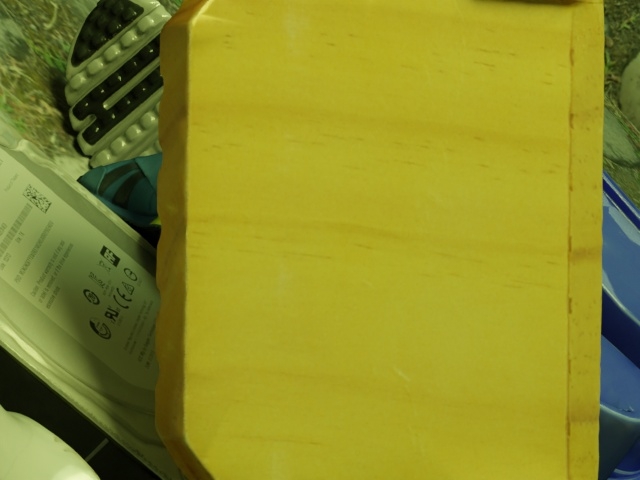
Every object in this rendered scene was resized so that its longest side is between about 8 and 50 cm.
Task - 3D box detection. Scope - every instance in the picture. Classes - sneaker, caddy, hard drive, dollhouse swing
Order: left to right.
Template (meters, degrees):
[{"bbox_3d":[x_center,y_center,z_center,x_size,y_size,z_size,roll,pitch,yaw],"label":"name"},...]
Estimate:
[{"bbox_3d":[-0.194,0.010,1.134,0.339,0.064,0.237,41,20,-10],"label":"hard drive"},{"bbox_3d":[-0.092,-0.030,1.279,0.069,0.082,0.209,43,-14,-27],"label":"sneaker"},{"bbox_3d":[-0.091,-0.053,1.425,0.292,0.110,0.118,62,17,21],"label":"sneaker"},{"bbox_3d":[0.000,0.000,1.193,0.304,0.347,0.315,1,0,-24],"label":"dollhouse swing"},{"bbox_3d":[0.154,0.065,1.563,0.241,0.179,0.341,-25,70,-44],"label":"caddy"}]

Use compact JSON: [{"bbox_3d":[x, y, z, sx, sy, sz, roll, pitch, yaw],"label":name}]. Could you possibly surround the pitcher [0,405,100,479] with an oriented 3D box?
[{"bbox_3d":[-0.216,0.079,0.899,0.177,0.125,0.207,34,-2,40],"label":"pitcher"}]
